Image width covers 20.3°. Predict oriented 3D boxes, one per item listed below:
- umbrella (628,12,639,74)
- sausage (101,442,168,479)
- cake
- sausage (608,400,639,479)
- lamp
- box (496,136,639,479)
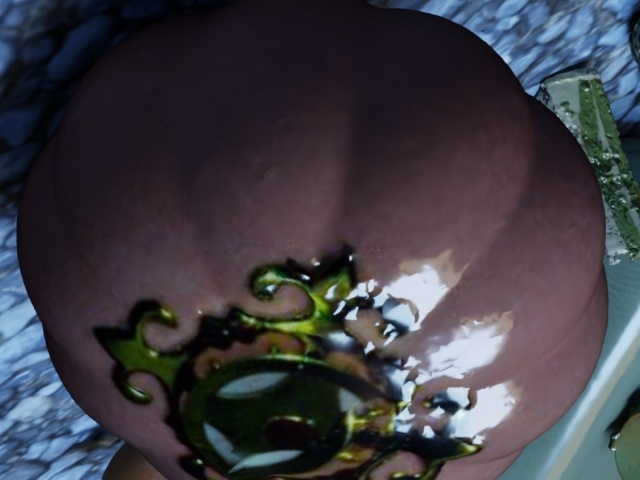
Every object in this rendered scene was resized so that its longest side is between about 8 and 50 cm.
[{"bbox_3d":[0.244,-0.130,1.219,0.067,0.062,0.143,-2,168,9],"label":"umbrella"},{"bbox_3d":[-0.047,0.141,1.398,0.304,0.078,0.078,-15,153,-40],"label":"sausage"},{"bbox_3d":[0.185,-0.046,1.229,0.051,0.140,0.055,-13,168,-23],"label":"cake"},{"bbox_3d":[0.320,0.154,1.392,0.083,0.083,0.264,-44,155,29],"label":"sausage"},{"bbox_3d":[0.000,0.000,0.922,0.305,0.240,0.305,7,133,7],"label":"lamp"},{"bbox_3d":[0.238,0.095,1.458,0.352,0.177,0.344,-5,130,-48],"label":"box"}]
